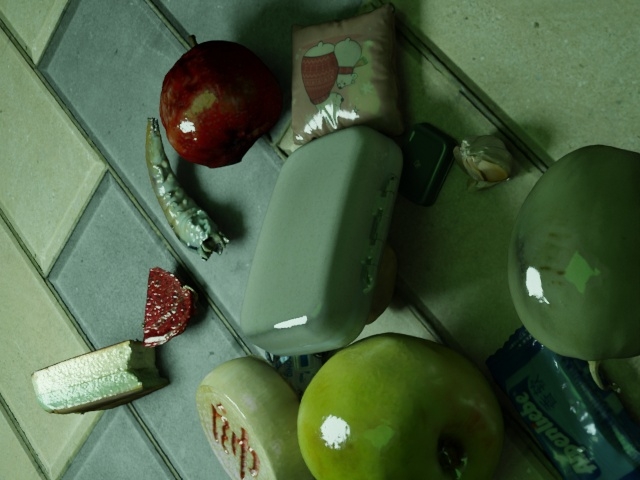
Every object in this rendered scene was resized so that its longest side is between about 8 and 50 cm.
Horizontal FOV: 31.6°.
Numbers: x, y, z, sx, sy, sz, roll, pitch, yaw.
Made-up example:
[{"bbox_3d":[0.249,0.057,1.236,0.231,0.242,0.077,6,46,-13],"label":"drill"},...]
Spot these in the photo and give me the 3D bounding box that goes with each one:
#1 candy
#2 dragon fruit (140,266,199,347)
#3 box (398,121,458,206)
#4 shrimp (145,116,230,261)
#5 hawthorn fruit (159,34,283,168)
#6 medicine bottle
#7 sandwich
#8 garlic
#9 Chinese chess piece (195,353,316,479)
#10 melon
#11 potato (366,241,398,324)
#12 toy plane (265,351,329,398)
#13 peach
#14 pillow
[{"bbox_3d":[0.384,0.265,1.671,0.187,0.077,0.331,-51,60,37],"label":"candy"},{"bbox_3d":[-0.284,0.137,2.221,0.106,0.083,0.162,-3,71,22],"label":"dragon fruit"},{"bbox_3d":[0.167,-0.125,1.861,0.091,0.031,0.126,39,116,32],"label":"box"},{"bbox_3d":[-0.274,-0.101,2.161,0.185,0.068,0.287,1,112,66],"label":"shrimp"},{"bbox_3d":[-0.191,-0.268,2.054,0.230,0.210,0.266,-57,42,42],"label":"hawthorn fruit"},{"bbox_3d":[0.000,0.000,1.847,0.282,0.123,0.375,-17,53,51],"label":"medicine bottle"},{"bbox_3d":[-0.431,0.271,2.250,0.186,0.220,0.108,-28,73,37],"label":"sandwich"},{"bbox_3d":[0.251,-0.128,1.763,0.113,0.094,0.074,6,55,45],"label":"garlic"},{"bbox_3d":[-0.107,0.333,1.986,0.270,0.112,0.270,40,146,34],"label":"Chinese chess piece"},{"bbox_3d":[0.380,0.025,1.548,0.272,0.272,0.308,-20,58,38],"label":"melon"},{"bbox_3d":[0.076,0.065,1.899,0.112,0.112,0.147,26,99,36],"label":"potato"},{"bbox_3d":[-0.046,0.164,2.022,0.182,0.107,0.273,117,147,-66],"label":"toy plane"},{"bbox_3d":[0.116,0.294,1.761,0.316,0.281,0.314,28,115,44],"label":"peach"},{"bbox_3d":[0.040,-0.279,1.926,0.236,0.084,0.223,-1,90,36],"label":"pillow"}]
